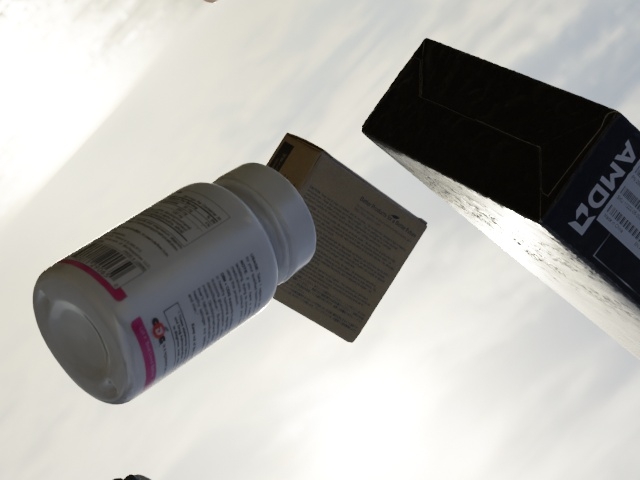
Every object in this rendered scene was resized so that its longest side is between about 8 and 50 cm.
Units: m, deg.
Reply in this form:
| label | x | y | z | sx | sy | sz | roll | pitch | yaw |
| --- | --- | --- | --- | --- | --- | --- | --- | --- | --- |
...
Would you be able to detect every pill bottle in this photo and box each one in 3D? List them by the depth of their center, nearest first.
| label | x | y | z | sx | sy | sz | roll | pitch | yaw |
| --- | --- | --- | --- | --- | --- | --- | --- | --- | --- |
| pill bottle | -0.147 | 0.037 | 1.591 | 0.283 | 0.160 | 0.160 | -34 | 180 | -35 |

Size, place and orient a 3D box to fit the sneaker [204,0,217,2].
| label | x | y | z | sx | sy | sz | roll | pitch | yaw |
| --- | --- | --- | --- | --- | --- | --- | --- | --- | --- |
| sneaker | -0.117 | -0.307 | 1.695 | 0.081 | 0.094 | 0.208 | -17 | -149 | -16 |

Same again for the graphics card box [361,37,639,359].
| label | x | y | z | sx | sy | sz | roll | pitch | yaw |
| --- | --- | --- | --- | --- | --- | --- | --- | --- | --- |
| graphics card box | 0.222 | 0.011 | 1.092 | 0.094 | 0.371 | 0.233 | -55 | -147 | 0 |

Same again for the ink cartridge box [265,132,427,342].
| label | x | y | z | sx | sy | sz | roll | pitch | yaw |
| --- | --- | --- | --- | --- | --- | --- | --- | --- | --- |
| ink cartridge box | 0.000 | 0.000 | 1.943 | 0.088 | 0.235 | 0.193 | 31 | -92 | 47 |

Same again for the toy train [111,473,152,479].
| label | x | y | z | sx | sy | sz | roll | pitch | yaw |
| --- | --- | --- | --- | --- | --- | --- | --- | --- | --- |
| toy train | -0.305 | 0.452 | 1.942 | 0.142 | 0.190 | 0.334 | 17 | -131 | 44 |
